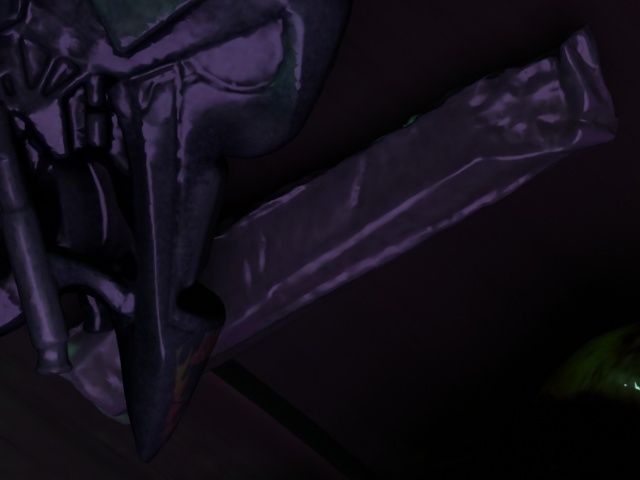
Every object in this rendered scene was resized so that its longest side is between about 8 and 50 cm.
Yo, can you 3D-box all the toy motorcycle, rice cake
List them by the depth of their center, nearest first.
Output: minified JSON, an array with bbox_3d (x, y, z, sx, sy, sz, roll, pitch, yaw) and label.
[{"bbox_3d":[-0.053,-0.083,0.452,0.173,0.108,0.307,26,98,-2],"label":"toy motorcycle"},{"bbox_3d":[0.000,0.000,0.528,0.270,0.049,0.055,-32,87,13],"label":"rice cake"}]

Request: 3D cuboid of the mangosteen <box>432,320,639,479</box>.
[{"bbox_3d":[0.152,0.173,0.481,0.307,0.307,0.347,32,79,-12],"label":"mangosteen"}]
